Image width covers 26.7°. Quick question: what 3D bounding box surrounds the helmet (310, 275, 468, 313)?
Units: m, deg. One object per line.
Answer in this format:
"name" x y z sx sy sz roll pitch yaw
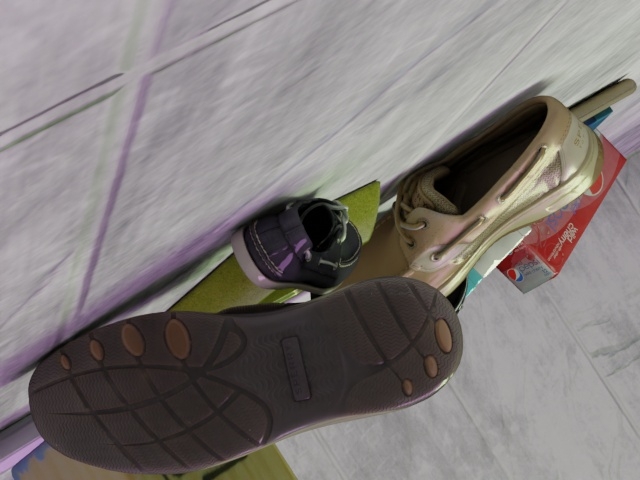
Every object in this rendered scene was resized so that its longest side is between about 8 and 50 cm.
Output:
"helmet" 0.087 0.055 1.594 0.161 0.169 0.169 -2 153 -46

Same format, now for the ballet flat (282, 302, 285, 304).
"ballet flat" -0.080 0.125 1.773 0.058 0.084 0.250 -63 166 15

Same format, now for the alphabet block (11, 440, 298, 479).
"alphabet block" -0.172 0.257 1.430 0.193 0.197 0.192 -26 172 -47

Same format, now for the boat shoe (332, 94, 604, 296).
"boat shoe" 0.125 -0.034 1.407 0.341 0.122 0.110 -37 136 18

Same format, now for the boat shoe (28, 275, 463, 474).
"boat shoe" -0.058 0.117 1.118 0.355 0.132 0.130 -8 172 3

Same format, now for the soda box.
"soda box" 0.335 -0.052 1.927 0.083 0.092 0.263 -33 -164 53

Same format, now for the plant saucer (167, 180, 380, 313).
"plant saucer" -0.041 0.030 1.287 0.188 0.045 0.188 -27 171 -43

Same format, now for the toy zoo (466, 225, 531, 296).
"toy zoo" 0.188 0.032 1.846 0.293 0.030 0.192 -46 -170 3

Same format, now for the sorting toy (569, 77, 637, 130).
"sorting toy" 0.260 -0.101 1.782 0.307 0.041 0.229 -29 173 -27

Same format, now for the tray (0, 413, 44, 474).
"tray" -0.259 0.177 1.429 0.270 0.030 0.145 -31 173 -9

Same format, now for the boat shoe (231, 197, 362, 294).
"boat shoe" 0.000 0.000 1.128 0.065 0.075 0.206 -31 170 22
